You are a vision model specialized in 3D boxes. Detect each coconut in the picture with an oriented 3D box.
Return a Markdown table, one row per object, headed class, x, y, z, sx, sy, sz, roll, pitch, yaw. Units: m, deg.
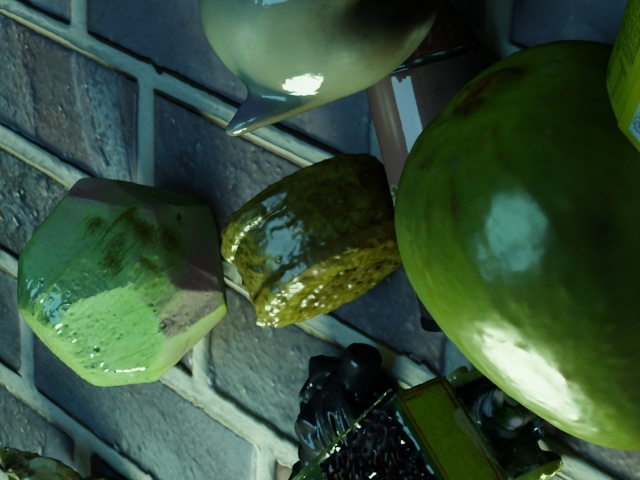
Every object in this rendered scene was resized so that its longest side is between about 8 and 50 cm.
| class | x | y | z | sx | sy | sz | roll | pitch | yaw |
| --- | --- | --- | --- | --- | --- | --- | --- | --- | --- |
| coconut | -0.205 | 0.039 | 1.849 | 0.236 | 0.236 | 0.204 | 49 | 170 | 25 |

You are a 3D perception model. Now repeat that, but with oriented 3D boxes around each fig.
| class | x | y | z | sx | sy | sz | roll | pitch | yaw |
| --- | --- | --- | --- | --- | --- | --- | --- | --- | --- |
| fig | 0.205 | 0.013 | 1.311 | 0.258 | 0.258 | 0.326 | -12 | 110 | 52 |

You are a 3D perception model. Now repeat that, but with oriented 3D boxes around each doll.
| class | x | y | z | sx | sy | sz | roll | pitch | yaw |
| --- | --- | --- | --- | --- | --- | --- | --- | --- | --- |
| doll | -0.005 | -0.282 | 1.312 | 0.226 | 0.215 | 0.370 | -5 | 113 | 25 |

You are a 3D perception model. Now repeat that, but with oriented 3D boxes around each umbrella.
| class | x | y | z | sx | sy | sz | roll | pitch | yaw |
| --- | --- | --- | --- | --- | --- | --- | --- | --- | --- |
| umbrella | 0.008 | 0.220 | 1.747 | 0.110 | 0.122 | 0.272 | 13 | 120 | -2 |

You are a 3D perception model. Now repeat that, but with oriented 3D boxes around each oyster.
| class | x | y | z | sx | sy | sz | roll | pitch | yaw |
| --- | --- | --- | --- | --- | --- | --- | --- | --- | --- |
| oyster | -0.282 | 0.381 | 2.157 | 0.341 | 0.110 | 0.166 | 41 | 138 | 29 |

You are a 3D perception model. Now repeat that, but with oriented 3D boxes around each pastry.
| class | x | y | z | sx | sy | sz | roll | pitch | yaw |
| --- | --- | --- | --- | --- | --- | --- | --- | --- | --- |
| pastry | 0.000 | 0.000 | 1.601 | 0.189 | 0.189 | 0.103 | -45 | 67 | 49 |

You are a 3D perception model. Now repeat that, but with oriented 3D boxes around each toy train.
| class | x | y | z | sx | sy | sz | roll | pitch | yaw |
| --- | --- | --- | --- | --- | --- | --- | --- | --- | --- |
| toy train | 0.101 | 0.213 | 1.569 | 0.134 | 0.177 | 0.261 | 59 | 139 | 15 |

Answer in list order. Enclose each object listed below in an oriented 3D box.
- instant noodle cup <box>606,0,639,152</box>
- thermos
| class | x | y | z | sx | sy | sz | roll | pitch | yaw |
| --- | --- | --- | --- | --- | --- | --- | --- | --- | --- |
| instant noodle cup | 0.318 | -0.149 | 1.115 | 0.264 | 0.264 | 0.200 | 49 | 145 | 26 |
| thermos | 0.109 | -0.095 | 1.503 | 0.110 | 0.136 | 0.330 | -11 | 97 | 24 |
